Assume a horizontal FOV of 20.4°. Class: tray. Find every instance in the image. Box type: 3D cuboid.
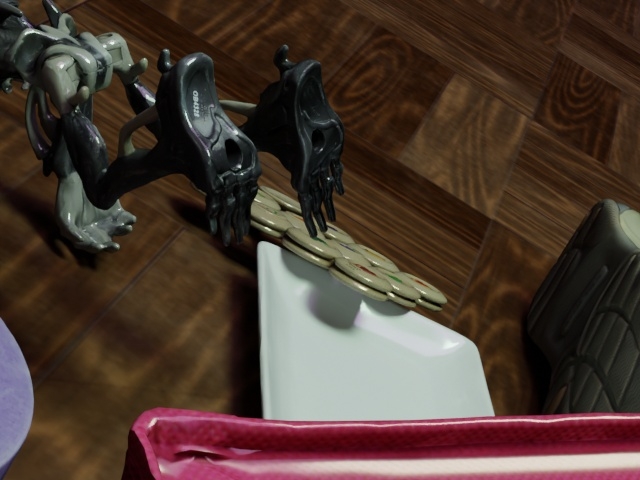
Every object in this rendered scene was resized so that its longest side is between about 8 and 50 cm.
[{"bbox_3d":[0.027,0.095,0.898,0.145,0.030,0.270,27,21,-14],"label":"tray"}]

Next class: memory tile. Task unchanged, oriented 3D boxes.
[{"bbox_3d":[0.000,0.000,1.046,0.148,0.012,0.113,31,8,29],"label":"memory tile"}]

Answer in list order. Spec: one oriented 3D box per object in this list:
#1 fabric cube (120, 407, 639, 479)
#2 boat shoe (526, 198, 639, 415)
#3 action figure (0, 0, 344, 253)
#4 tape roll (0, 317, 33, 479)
[{"bbox_3d":[0.085,0.204,0.330,0.254,0.258,0.259,1,32,-25],"label":"fabric cube"},{"bbox_3d":[0.209,0.080,1.047,0.130,0.132,0.355,29,22,-6],"label":"boat shoe"},{"bbox_3d":[-0.137,-0.049,0.858,0.276,0.141,0.164,13,19,30],"label":"action figure"},{"bbox_3d":[-0.200,0.052,0.608,0.189,0.080,0.189,28,21,-12],"label":"tape roll"}]
